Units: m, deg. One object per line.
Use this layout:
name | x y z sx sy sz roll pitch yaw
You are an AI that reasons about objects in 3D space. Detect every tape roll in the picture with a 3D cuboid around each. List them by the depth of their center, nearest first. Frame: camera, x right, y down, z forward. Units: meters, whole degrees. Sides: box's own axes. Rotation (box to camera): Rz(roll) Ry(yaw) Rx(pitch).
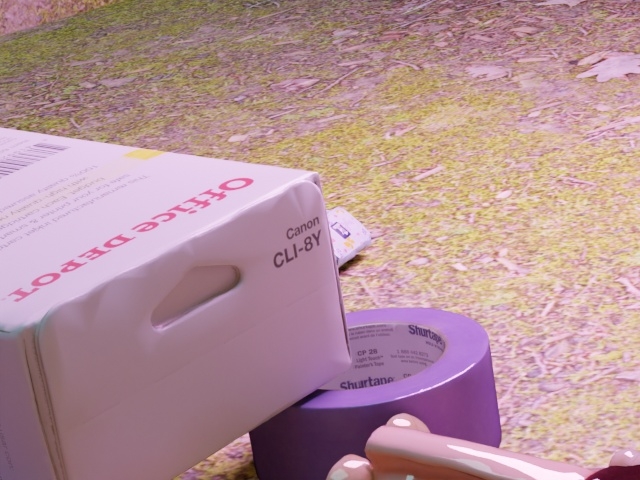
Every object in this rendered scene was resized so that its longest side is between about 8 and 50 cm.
tape roll | 0.037 0.120 1.400 0.189 0.080 0.189 -9 18 3

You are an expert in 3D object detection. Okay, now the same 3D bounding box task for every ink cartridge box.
ink cartridge box | -0.211 0.050 1.365 0.384 0.160 0.279 9 29 44

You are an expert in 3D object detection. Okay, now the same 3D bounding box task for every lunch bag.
lunch bag | 0.000 0.000 1.827 0.083 0.053 0.071 12 28 29

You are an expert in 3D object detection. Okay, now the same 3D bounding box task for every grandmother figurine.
grandmother figurine | 0.169 0.171 1.158 0.342 0.104 0.208 0 29 35
